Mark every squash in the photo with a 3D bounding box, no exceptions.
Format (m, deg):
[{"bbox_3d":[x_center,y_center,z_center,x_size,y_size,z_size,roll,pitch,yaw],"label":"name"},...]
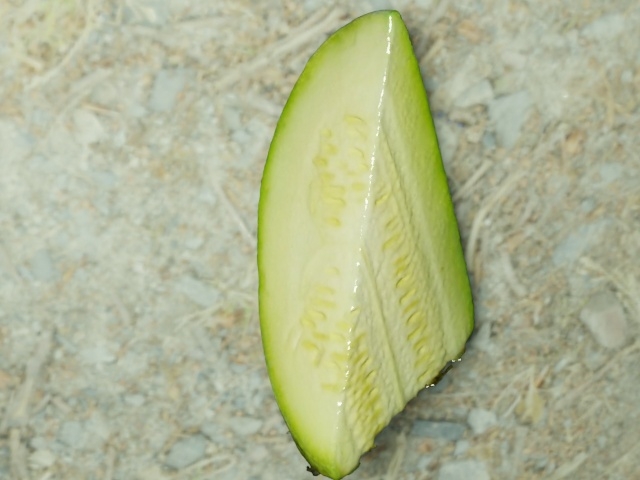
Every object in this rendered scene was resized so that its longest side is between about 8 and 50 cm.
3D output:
[{"bbox_3d":[0.000,0.000,1.107,0.203,0.111,0.288,-42,128,-34],"label":"squash"}]
